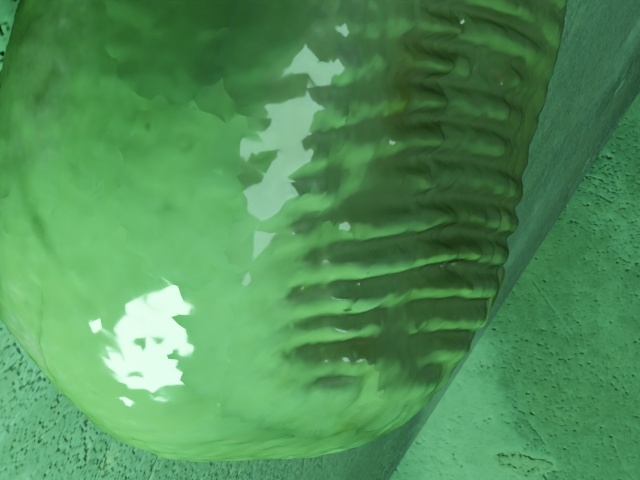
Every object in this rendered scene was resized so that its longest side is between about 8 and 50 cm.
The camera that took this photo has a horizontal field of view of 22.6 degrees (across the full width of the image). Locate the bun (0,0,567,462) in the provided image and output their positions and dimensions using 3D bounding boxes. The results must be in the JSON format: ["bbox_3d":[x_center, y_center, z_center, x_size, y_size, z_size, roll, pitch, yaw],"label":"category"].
[{"bbox_3d":[-0.025,-0.061,0.758,0.361,0.213,0.361,-43,141,-49],"label":"bun"}]
